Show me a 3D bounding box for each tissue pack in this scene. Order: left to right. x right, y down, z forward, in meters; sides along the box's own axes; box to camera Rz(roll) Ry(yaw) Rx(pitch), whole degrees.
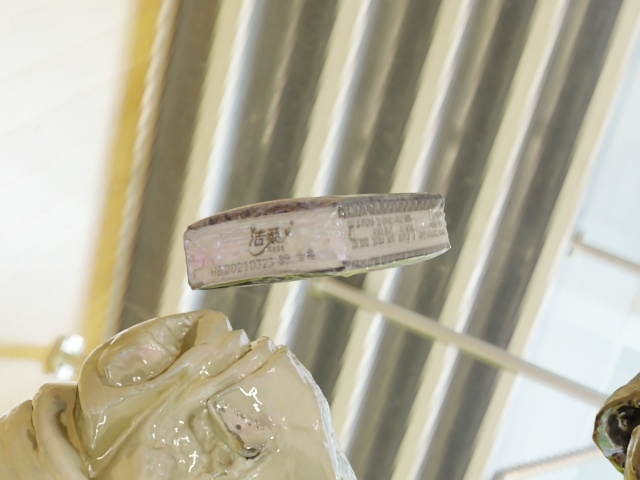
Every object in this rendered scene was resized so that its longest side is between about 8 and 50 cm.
[{"bbox_3d":[0.000,0.000,0.939,0.156,0.112,0.051,-5,86,-62],"label":"tissue pack"}]

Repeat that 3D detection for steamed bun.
[{"bbox_3d":[-0.126,0.173,1.192,0.320,0.206,0.275,-8,165,-45],"label":"steamed bun"}]

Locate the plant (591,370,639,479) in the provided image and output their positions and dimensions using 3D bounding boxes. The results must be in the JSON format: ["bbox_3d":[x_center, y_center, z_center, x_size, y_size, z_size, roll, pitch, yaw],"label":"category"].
[{"bbox_3d":[0.303,0.140,1.114,0.164,0.142,0.256,-31,-174,35],"label":"plant"}]
